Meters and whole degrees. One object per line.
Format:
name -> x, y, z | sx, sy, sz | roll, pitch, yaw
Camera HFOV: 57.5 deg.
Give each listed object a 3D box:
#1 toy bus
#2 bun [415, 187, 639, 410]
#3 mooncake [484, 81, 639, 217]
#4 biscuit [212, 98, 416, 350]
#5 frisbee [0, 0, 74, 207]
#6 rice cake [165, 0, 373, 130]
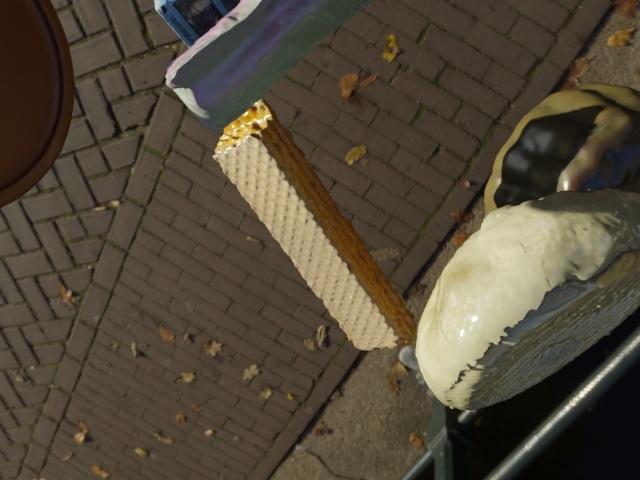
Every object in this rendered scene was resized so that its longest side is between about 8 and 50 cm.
toy bus -> -0.173, -0.403, 0.838 | 0.131, 0.297, 0.106 | -27, 141, 14
bun -> 0.214, 0.056, 0.612 | 0.287, 0.287, 0.146 | -50, 52, 23
mooncake -> 0.385, -0.067, 0.805 | 0.291, 0.161, 0.290 | -9, 118, -17
biscuit -> 0.000, 0.000, 0.738 | 0.094, 0.054, 0.378 | -10, 124, 42
frisbee -> -0.290, -0.137, 0.419 | 0.021, 0.251, 0.250 | -1, 112, 31
rice cake -> 0.020, -0.176, 0.337 | 0.290, 0.081, 0.051 | -39, 76, 12
